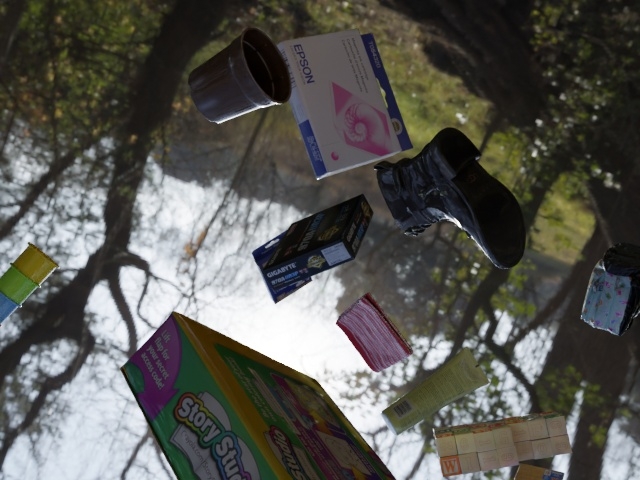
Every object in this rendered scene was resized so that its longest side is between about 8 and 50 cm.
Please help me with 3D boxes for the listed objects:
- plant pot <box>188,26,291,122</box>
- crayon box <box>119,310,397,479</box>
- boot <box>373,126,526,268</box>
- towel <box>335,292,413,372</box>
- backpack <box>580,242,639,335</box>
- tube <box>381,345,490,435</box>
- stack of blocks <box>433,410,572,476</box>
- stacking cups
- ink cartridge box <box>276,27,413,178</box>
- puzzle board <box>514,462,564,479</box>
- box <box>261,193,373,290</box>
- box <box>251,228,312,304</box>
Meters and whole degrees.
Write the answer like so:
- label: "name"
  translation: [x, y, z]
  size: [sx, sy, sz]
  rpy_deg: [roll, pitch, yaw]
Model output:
- label: "plant pot"
  translation: [-0.173, -0.331, 1.585]
  size: [0.165, 0.166, 0.167]
  rpy_deg: [-21, 165, 29]
- label: "crayon box"
  translation: [-0.025, 0.273, 0.860]
  size: [0.313, 0.106, 0.363]
  rpy_deg: [36, -171, -49]
- label: "boot"
  translation: [0.206, -0.051, 1.268]
  size: [0.091, 0.263, 0.229]
  rpy_deg: [-26, 175, -28]
- label: "towel"
  translation: [0.138, 0.256, 2.048]
  size: [0.199, 0.031, 0.275]
  rpy_deg: [52, 157, 7]
- label: "backpack"
  translation: [0.621, 0.105, 1.598]
  size: [0.115, 0.181, 0.152]
  rpy_deg: [23, -150, 31]
- label: "tube"
  translation: [0.243, 0.328, 1.622]
  size: [0.062, 0.240, 0.070]
  rpy_deg: [41, 158, 53]
- label: "stack of blocks"
  translation: [0.418, 0.468, 1.766]
  size: [0.297, 0.087, 0.171]
  rpy_deg: [-10, 172, 5]
- label: "stacking cups"
  translation: [-0.755, 0.147, 1.773]
  size: [0.096, 0.316, 0.096]
  rpy_deg: [39, 167, 11]
- label: "ink cartridge box"
  translation: [0.075, -0.345, 1.845]
  size: [0.330, 0.324, 0.071]
  rpy_deg: [-21, -179, -34]
- label: "puzzle board"
  translation: [0.566, 0.640, 1.991]
  size: [0.128, 0.096, 0.011]
  rpy_deg: [-1, 139, 44]
- label: "box"
  translation: [0.000, 0.000, 1.456]
  size: [0.051, 0.175, 0.220]
  rpy_deg: [61, -156, -16]
- label: "box"
  translation: [-0.109, 0.078, 2.210]
  size: [0.036, 0.136, 0.225]
  rpy_deg: [47, 164, 41]
